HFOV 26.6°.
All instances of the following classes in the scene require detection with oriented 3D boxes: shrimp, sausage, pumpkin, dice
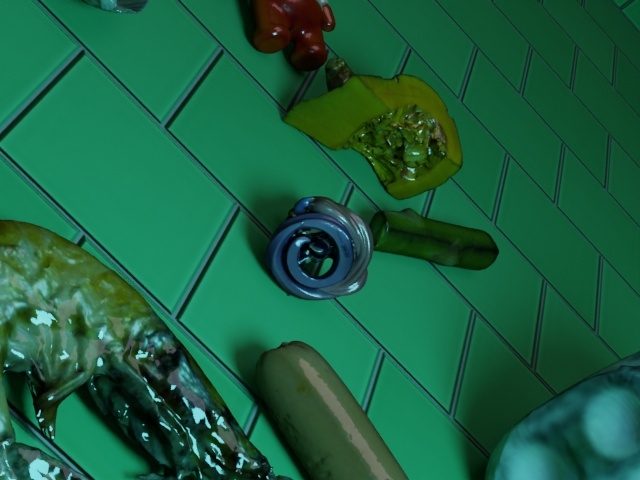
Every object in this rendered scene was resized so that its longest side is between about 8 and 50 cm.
[{"bbox_3d":[-0.171,0.164,1.155,0.445,0.085,0.272,44,35,-11],"label":"shrimp"},{"bbox_3d":[0.031,0.229,1.372,0.289,0.086,0.086,55,29,7],"label":"sausage"},{"bbox_3d":[0.073,-0.169,1.834,0.248,0.131,0.126,37,41,-36],"label":"pumpkin"},{"bbox_3d":[0.412,0.316,1.574,0.348,0.330,0.328,7,51,-55],"label":"dice"}]

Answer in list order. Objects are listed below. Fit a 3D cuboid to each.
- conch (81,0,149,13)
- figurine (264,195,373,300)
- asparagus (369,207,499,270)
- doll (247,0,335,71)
[{"bbox_3d":[-0.268,-0.343,1.523,0.172,0.131,0.200,48,44,-71],"label":"conch"},{"bbox_3d":[0.008,-0.002,1.563,0.126,0.114,0.157,63,25,-14],"label":"figurine"},{"bbox_3d":[0.146,-0.001,1.824,0.277,0.060,0.067,13,67,-50],"label":"asparagus"},{"bbox_3d":[-0.069,-0.396,1.910,0.199,0.105,0.336,18,51,-43],"label":"doll"}]
